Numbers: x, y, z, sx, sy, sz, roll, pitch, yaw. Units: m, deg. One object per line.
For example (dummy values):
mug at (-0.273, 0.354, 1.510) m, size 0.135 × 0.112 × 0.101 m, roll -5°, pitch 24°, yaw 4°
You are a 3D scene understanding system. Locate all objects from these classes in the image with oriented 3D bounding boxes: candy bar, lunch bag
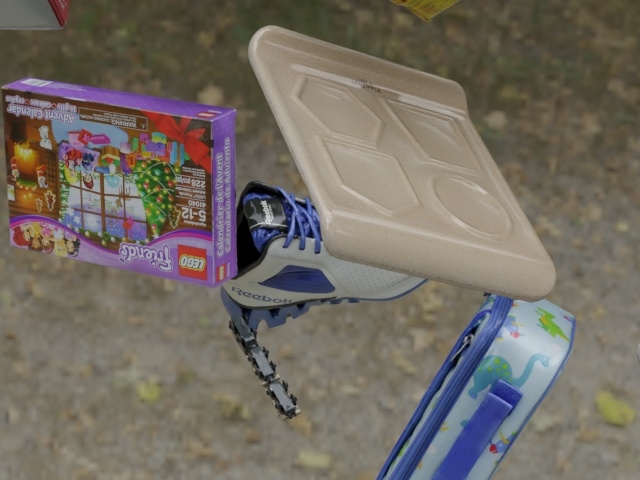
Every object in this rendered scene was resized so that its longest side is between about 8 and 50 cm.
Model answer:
candy bar at (0.107, -0.205, 1.359) m, size 0.040 × 0.161 × 0.018 m, roll 30°, pitch 63°, yaw -19°
lunch bag at (0.127, 0.146, 1.452) m, size 0.090 × 0.219 × 0.176 m, roll 31°, pitch 18°, yaw 4°

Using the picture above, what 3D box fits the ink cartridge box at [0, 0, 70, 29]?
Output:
ink cartridge box at (-0.232, -0.249, 1.169) m, size 0.127 × 0.128 × 0.176 m, roll 2°, pitch 66°, yaw 9°

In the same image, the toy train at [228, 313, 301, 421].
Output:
toy train at (-0.064, 0.147, 1.972) m, size 0.027 × 0.036 × 0.158 m, roll -22°, pitch 51°, yaw -14°

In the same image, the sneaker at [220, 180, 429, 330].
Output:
sneaker at (-0.001, 0.000, 2.089) m, size 0.316 × 0.182 × 0.127 m, roll -20°, pitch 59°, yaw 11°

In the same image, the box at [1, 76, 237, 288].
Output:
box at (-0.233, -0.070, 2.019) m, size 0.293 × 0.200 × 0.057 m, roll 10°, pitch 22°, yaw 27°

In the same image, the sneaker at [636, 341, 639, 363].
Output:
sneaker at (0.285, 0.050, 1.143) m, size 0.158 × 0.061 × 0.065 m, roll -7°, pitch 36°, yaw 27°

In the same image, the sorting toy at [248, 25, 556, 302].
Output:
sorting toy at (0.051, -0.049, 1.198) m, size 0.193 × 0.038 × 0.208 m, roll 13°, pitch 40°, yaw -32°
